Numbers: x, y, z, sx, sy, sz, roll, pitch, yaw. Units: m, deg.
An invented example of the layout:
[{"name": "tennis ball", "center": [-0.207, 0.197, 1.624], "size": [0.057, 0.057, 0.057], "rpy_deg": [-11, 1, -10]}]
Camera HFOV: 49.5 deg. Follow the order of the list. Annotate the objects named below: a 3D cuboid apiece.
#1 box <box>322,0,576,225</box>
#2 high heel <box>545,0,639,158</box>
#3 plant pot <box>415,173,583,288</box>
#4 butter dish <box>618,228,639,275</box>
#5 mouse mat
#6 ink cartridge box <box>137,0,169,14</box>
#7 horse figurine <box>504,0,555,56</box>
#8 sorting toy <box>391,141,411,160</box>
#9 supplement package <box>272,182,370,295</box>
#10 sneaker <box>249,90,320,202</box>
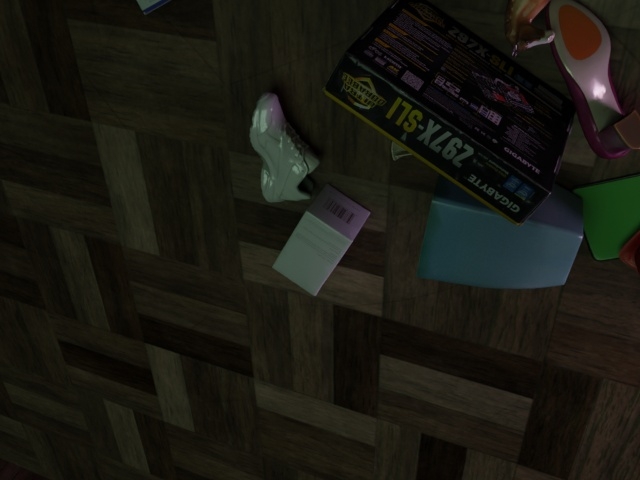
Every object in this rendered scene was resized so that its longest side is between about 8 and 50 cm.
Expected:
[{"name": "box", "center": [0.195, -0.199, 0.976], "size": [0.322, 0.257, 0.079], "rpy_deg": [34, 133, 0]}, {"name": "high heel", "center": [0.380, -0.229, 1.000], "size": [0.082, 0.117, 0.244], "rpy_deg": [-35, 92, -4]}, {"name": "plant pot", "center": [0.294, -0.021, 1.130], "size": [0.234, 0.165, 0.166], "rpy_deg": [14, 130, 10]}, {"name": "butter dish", "center": [0.559, 0.040, 1.050], "size": [0.160, 0.118, 0.160], "rpy_deg": [30, 134, 3]}, {"name": "mouse mat", "center": [0.509, -0.039, 1.101], "size": [0.189, 0.007, 0.153], "rpy_deg": [-12, 118, 33]}, {"name": "ink cartridge box", "center": [-0.303, -0.549, 1.105], "size": [0.165, 0.065, 0.333], "rpy_deg": [-12, 117, 34]}, {"name": "horse figurine", "center": [0.298, -0.391, 0.890], "size": [0.174, 0.066, 0.263], "rpy_deg": [-12, 113, 27]}, {"name": "sorting toy", "center": [0.158, -0.180, 1.160], "size": [0.083, 0.045, 0.075], "rpy_deg": [-4, 115, 31]}, {"name": "supplement package", "center": [0.000, 0.000, 1.337], "size": [0.105, 0.105, 0.179], "rpy_deg": [34, 133, 0]}, {"name": "sneaker", "center": [-0.057, -0.168, 1.263], "size": [0.115, 0.090, 0.232], "rpy_deg": [5, 136, 17]}]
